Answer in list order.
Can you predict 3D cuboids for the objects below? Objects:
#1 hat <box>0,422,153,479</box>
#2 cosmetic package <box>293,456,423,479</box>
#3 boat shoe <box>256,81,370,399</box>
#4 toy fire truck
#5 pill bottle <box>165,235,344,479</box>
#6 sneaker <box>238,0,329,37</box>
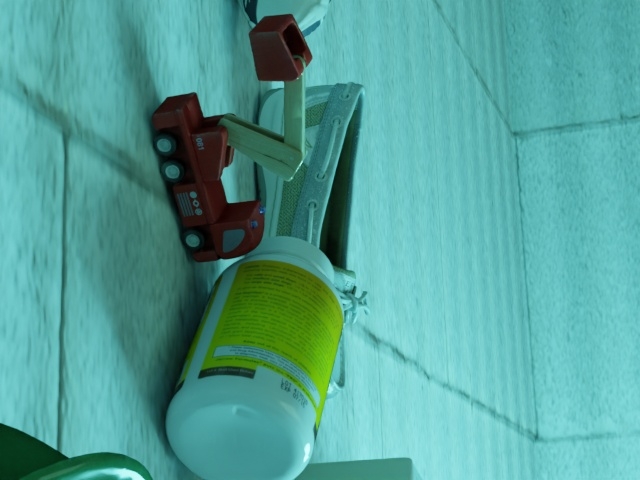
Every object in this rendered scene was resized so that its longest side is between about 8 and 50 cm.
[{"bbox_3d":[-0.206,0.127,0.727,0.208,0.183,0.173,-54,151,3],"label":"hat"},{"bbox_3d":[0.060,0.384,1.277,0.385,0.156,0.217,64,26,-50],"label":"cosmetic package"},{"bbox_3d":[0.001,-0.001,1.307,0.118,0.103,0.320,40,46,-66],"label":"boat shoe"},{"bbox_3d":[-0.062,-0.077,1.079,0.047,0.135,0.192,-64,143,-60],"label":"toy fire truck"},{"bbox_3d":[-0.046,0.092,1.096,0.215,0.117,0.117,-74,152,-51],"label":"pill bottle"},{"bbox_3d":[-0.056,-0.310,1.262,0.153,0.094,0.235,56,31,-53],"label":"sneaker"}]
